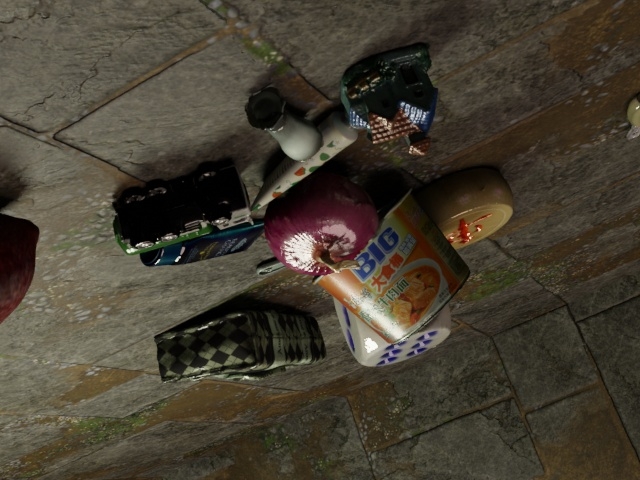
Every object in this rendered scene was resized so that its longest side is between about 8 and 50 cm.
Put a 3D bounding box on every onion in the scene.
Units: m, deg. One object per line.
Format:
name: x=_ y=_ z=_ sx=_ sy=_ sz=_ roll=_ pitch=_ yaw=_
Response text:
onion: x=-0.012 y=-0.037 z=1.662 sx=0.201 sy=0.200 sz=0.207 roll=-6 pitch=177 yaw=-32

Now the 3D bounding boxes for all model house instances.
model house: x=0.122 y=-0.202 z=1.384 sx=0.148 sy=0.148 sz=0.119 roll=-18 pitch=159 yaw=-11

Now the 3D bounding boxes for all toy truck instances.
toy truck: x=-0.239 y=-0.045 z=1.532 sx=0.243 sy=0.101 sz=0.125 roll=-17 pitch=165 yaw=0

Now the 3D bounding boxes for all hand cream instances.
hand cream: x=-0.220 y=0.002 z=1.747 sx=0.271 sy=0.061 sz=0.120 roll=-10 pitch=154 yaw=-45
hand cream: x=-0.030 y=-0.136 z=1.529 sx=0.059 sy=0.095 sz=0.276 roll=42 pitch=127 yaw=-16

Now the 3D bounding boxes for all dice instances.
dice: x=0.171 y=0.154 z=2.195 sx=0.243 sy=0.251 sz=0.259 roll=-14 pitch=160 yaw=-12

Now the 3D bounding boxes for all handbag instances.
handbag: x=-0.209 y=0.296 z=2.361 sx=0.317 sy=0.180 sz=0.416 roll=-18 pitch=167 yaw=22

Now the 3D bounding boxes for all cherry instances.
cherry: x=-0.562 y=0.055 z=1.352 sx=0.300 sy=0.203 sz=0.230 roll=-28 pitch=161 yaw=-18

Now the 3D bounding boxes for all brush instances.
brush: x=-0.001 y=0.036 z=2.009 sx=0.297 sy=0.060 sz=0.068 roll=-22 pitch=162 yaw=6

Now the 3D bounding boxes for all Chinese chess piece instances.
Chinese chess piece: x=0.305 y=-0.063 z=1.984 sx=0.251 sy=0.097 sz=0.251 roll=-17 pitch=159 yaw=-7

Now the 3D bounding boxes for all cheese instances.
cheese: x=0.688 y=-0.263 z=1.905 sx=0.097 sy=0.037 sz=0.192 roll=-17 pitch=159 yaw=-3

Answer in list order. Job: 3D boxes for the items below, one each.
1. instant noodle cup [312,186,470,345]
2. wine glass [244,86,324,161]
instant noodle cup: x=0.154 y=0.061 z=1.828 sx=0.296 sy=0.214 sz=0.296 roll=-45 pitch=-178 yaw=2
wine glass: x=-0.054 y=-0.178 z=1.396 sx=0.072 sy=0.072 sz=0.155 roll=-25 pitch=158 yaw=15
